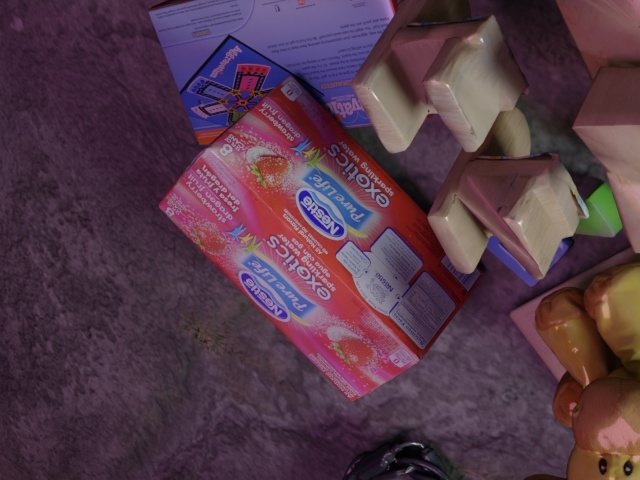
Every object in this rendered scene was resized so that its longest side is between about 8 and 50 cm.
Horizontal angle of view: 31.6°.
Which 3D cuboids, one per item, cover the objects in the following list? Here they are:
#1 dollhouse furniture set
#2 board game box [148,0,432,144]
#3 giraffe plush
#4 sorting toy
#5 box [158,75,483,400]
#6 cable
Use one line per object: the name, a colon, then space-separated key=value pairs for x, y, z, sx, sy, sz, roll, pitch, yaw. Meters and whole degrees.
dollhouse furniture set: x=0.218 y=-0.182 z=0.711 sx=0.362 sy=0.256 sz=0.394 roll=3 pitch=140 yaw=40
board game box: x=-0.031 y=-0.166 z=1.021 sx=0.281 sy=0.027 sz=0.145 roll=-1 pitch=115 yaw=41
giraffe plush: x=0.232 y=0.139 z=0.833 sx=0.181 sy=0.170 sz=0.210 roll=-26 pitch=96 yaw=40
sorting toy: x=0.266 y=0.106 z=0.935 sx=0.347 sy=0.047 sz=0.196 roll=53 pitch=137 yaw=-2
box: x=0.000 y=0.000 z=1.009 sx=0.257 sy=0.128 sz=0.122 roll=45 pitch=141 yaw=-4
cable: x=0.093 y=0.291 z=1.217 sx=0.150 sy=0.047 sz=0.184 roll=45 pitch=135 yaw=0
